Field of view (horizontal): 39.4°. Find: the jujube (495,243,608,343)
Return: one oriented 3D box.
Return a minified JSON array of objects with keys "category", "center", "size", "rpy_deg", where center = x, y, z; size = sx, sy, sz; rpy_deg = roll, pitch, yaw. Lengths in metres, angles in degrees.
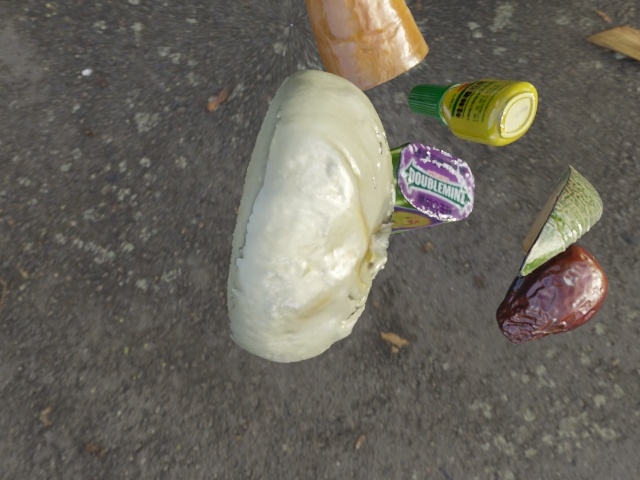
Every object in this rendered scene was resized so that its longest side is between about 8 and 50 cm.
[{"category":"jujube","center":[0.446,0.112,1.753],"size":[0.236,0.168,0.168],"rpy_deg":[-40,102,21]}]

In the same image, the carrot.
[{"category":"carrot","center":[0.055,-0.399,1.542],"size":[0.195,0.196,0.254],"rpy_deg":[-24,116,4]}]

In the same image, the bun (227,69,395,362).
[{"category":"bun","center":[-0.002,-0.018,0.862],"size":[0.146,0.287,0.287],"rpy_deg":[11,103,1]}]

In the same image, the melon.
[{"category":"melon","center":[0.218,-0.014,0.832],"size":[0.054,0.182,0.098],"rpy_deg":[43,105,5]}]

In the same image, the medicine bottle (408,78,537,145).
[{"category":"medicine bottle","center":[0.237,-0.218,1.464],"size":[0.076,0.309,0.111],"rpy_deg":[43,84,-25]}]

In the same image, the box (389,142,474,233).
[{"category":"box","center":[0.048,-0.049,1.259],"size":[0.134,0.345,0.097],"rpy_deg":[15,74,-34]}]
